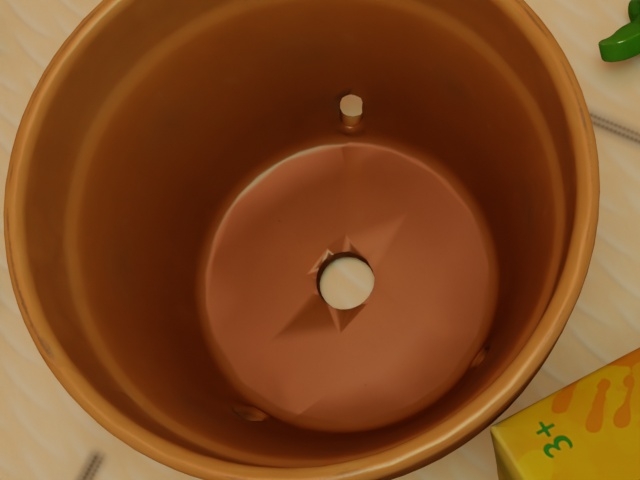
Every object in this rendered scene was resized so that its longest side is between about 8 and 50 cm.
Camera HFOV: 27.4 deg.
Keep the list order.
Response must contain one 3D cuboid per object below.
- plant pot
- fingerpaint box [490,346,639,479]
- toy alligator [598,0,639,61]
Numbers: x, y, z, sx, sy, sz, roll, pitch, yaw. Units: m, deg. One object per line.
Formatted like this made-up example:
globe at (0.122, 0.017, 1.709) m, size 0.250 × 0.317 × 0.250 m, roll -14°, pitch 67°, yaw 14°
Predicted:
plant pot at (0.000, 0.000, 0.721) m, size 0.290 × 0.203 × 0.291 m, roll -2°, pitch 74°, yaw 8°
fingerpaint box at (0.344, 0.195, 0.554) m, size 0.371 × 0.163 × 0.445 m, roll -27°, pitch 55°, yaw -5°
toy alligator at (0.257, -0.154, 0.806) m, size 0.189 × 0.056 × 0.051 m, roll -20°, pitch 31°, yaw 3°
